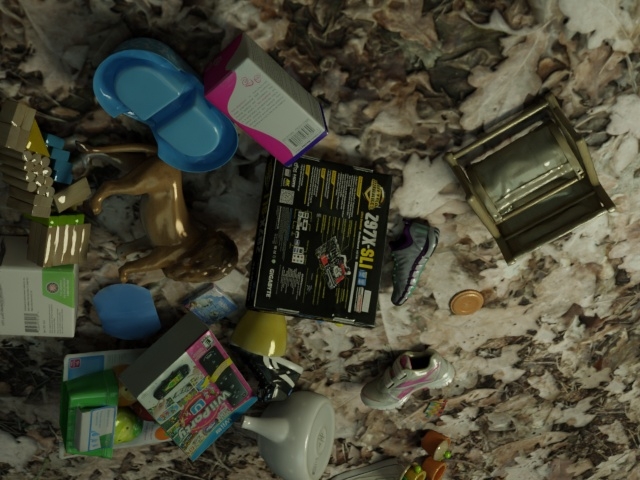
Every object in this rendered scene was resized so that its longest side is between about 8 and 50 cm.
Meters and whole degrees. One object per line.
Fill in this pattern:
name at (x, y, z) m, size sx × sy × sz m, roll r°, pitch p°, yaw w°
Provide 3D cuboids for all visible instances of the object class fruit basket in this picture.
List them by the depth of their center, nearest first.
fruit basket at (-0.446, 0.396, 1.939) m, size 0.353 × 0.165 × 0.326 m, roll 1°, pitch 122°, yaw -22°

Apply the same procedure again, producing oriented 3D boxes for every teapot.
teapot at (-0.081, 0.500, 2.062) m, size 0.187 × 0.252 × 0.255 m, roll 6°, pitch 117°, yaw 21°

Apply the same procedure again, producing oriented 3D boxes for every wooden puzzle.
wooden puzzle at (0.319, 0.469, 2.229) m, size 0.049 × 0.006 × 0.083 m, roll 9°, pitch 127°, yaw -17°

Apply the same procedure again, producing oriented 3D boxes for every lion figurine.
lion figurine at (-0.318, -0.059, 1.604) m, size 0.240 × 0.142 × 0.392 m, roll -17°, pitch 126°, yaw -5°

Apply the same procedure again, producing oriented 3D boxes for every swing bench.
swing bench at (0.437, -0.119, 1.665) m, size 0.253 × 0.165 × 0.254 m, roll -29°, pitch 133°, yaw 14°

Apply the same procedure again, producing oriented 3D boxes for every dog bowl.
dog bowl at (-0.278, -0.253, 1.478) m, size 0.166 × 0.074 × 0.297 m, roll -29°, pitch 129°, yaw 25°

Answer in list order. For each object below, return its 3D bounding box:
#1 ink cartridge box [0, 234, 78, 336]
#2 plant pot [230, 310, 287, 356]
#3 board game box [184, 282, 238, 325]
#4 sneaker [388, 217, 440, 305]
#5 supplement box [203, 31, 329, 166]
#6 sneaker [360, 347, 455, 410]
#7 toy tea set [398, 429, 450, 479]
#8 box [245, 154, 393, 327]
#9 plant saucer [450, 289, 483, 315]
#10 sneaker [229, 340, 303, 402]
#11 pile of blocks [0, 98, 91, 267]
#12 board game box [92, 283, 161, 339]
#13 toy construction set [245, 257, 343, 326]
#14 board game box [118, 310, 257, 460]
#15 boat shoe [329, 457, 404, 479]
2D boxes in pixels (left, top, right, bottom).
ink cartridge box at (-0.656, 0.096, 1.688) m, size 0.273 × 0.114 × 0.198 m, roll 4°, pitch 128°, yaw -13°
plant pot at (-0.133, 0.201, 1.867) m, size 0.134 × 0.134 × 0.095 m, roll 13°, pitch 101°, yaw -19°
board game box at (-0.255, 0.150, 1.861) m, size 0.090 × 0.020 × 0.090 m, roll -33°, pitch 127°, yaw 16°
sneaker at (0.189, 0.046, 1.827) m, size 0.098 × 0.083 × 0.223 m, roll 23°, pitch 120°, yaw -1°
supplement box at (-0.102, -0.260, 1.487) m, size 0.111 × 0.113 × 0.220 m, roll -37°, pitch 127°, yaw 20°
sneaker at (0.212, 0.345, 2.056) m, size 0.252 × 0.103 × 0.111 m, roll -26°, pitch 125°, yaw 4°
toy tea set at (0.322, 0.708, 2.303) m, size 0.200 × 0.124 × 0.335 m, roll -34°, pitch 138°, yaw -34°
box at (0.000, 0.000, 1.609) m, size 0.257 × 0.321 × 0.079 m, roll 10°, pitch 170°, yaw -19°
plant saucer at (0.362, 0.155, 1.971) m, size 0.084 × 0.013 × 0.083 m, roll -5°, pitch 130°, yaw -6°
sneaker at (-0.145, 0.328, 1.953) m, size 0.217 × 0.079 × 0.121 m, roll 30°, pitch 76°, yaw -30°
pile of blocks at (-0.551, -0.115, 1.557) m, size 0.113 × 0.149 × 0.362 m, roll 17°, pitch 128°, yaw 33°
board game box at (-0.440, 0.155, 1.828) m, size 0.133 × 0.033 × 0.168 m, roll -7°, pitch 125°, yaw 3°
toy construction set at (-0.014, 0.057, 1.753) m, size 0.215 × 0.151 × 0.328 m, roll -34°, pitch 137°, yaw 18°
board game box at (-0.304, 0.348, 1.888) m, size 0.224 × 0.098 × 0.303 m, roll -43°, pitch 138°, yaw -18°
boat shoe at (0.126, 0.734, 2.363) m, size 0.268 × 0.088 × 0.096 m, roll -21°, pitch 130°, yaw 8°
